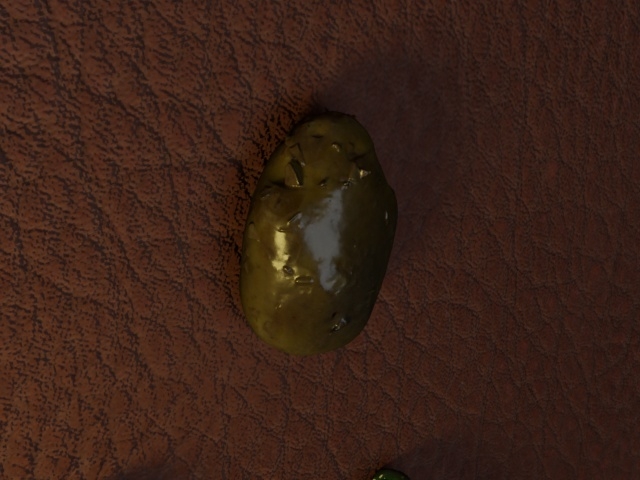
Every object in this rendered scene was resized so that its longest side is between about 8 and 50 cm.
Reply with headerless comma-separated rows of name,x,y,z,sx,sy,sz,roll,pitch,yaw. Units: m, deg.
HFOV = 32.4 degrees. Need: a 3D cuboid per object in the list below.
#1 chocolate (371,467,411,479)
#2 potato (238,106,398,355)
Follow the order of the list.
chocolate,0.152,0.468,1.603,0.110,0.110,0.291,-41,118,-15
potato,0.000,0.000,1.235,0.192,0.141,0.296,-17,121,-35
